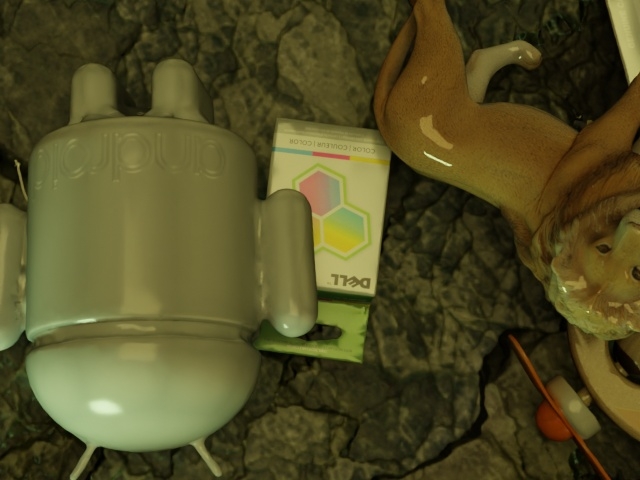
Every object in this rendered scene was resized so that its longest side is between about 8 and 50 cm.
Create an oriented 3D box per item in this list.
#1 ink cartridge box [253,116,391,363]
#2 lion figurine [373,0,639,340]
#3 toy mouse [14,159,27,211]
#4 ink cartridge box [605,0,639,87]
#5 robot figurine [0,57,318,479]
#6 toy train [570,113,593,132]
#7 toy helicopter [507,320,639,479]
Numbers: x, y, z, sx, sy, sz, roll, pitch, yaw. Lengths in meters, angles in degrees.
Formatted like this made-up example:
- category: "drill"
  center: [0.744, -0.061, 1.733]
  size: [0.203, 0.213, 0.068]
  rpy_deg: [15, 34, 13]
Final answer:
- category: "ink cartridge box"
  center: [0.000, 0.000, 1.446]
  size: [0.109, 0.062, 0.209]
  rpy_deg: [7, 82, -1]
- category: "lion figurine"
  center: [0.170, -0.078, 1.379]
  size: [0.392, 0.142, 0.240]
  rpy_deg: [28, 69, 31]
- category: "toy mouse"
  center: [-0.271, 0.028, 1.450]
  size: [0.161, 0.031, 0.143]
  rpy_deg: [42, 83, 4]
- category: "ink cartridge box"
  center: [0.399, -0.153, 1.480]
  size: [0.239, 0.060, 0.275]
  rpy_deg: [-13, 83, -2]
- category: "robot figurine"
  center: [-0.152, 0.027, 1.362]
  size: [0.300, 0.200, 0.353]
  rpy_deg: [-5, 77, 9]
- category: "toy train"
  center: [0.238, -0.039, 1.475]
  size: [0.036, 0.027, 0.158]
  rpy_deg: [8, 82, -4]
- category: "toy helicopter"
  center: [0.299, 0.174, 1.395]
  size: [0.235, 0.140, 0.355]
  rpy_deg: [-11, 85, -1]
